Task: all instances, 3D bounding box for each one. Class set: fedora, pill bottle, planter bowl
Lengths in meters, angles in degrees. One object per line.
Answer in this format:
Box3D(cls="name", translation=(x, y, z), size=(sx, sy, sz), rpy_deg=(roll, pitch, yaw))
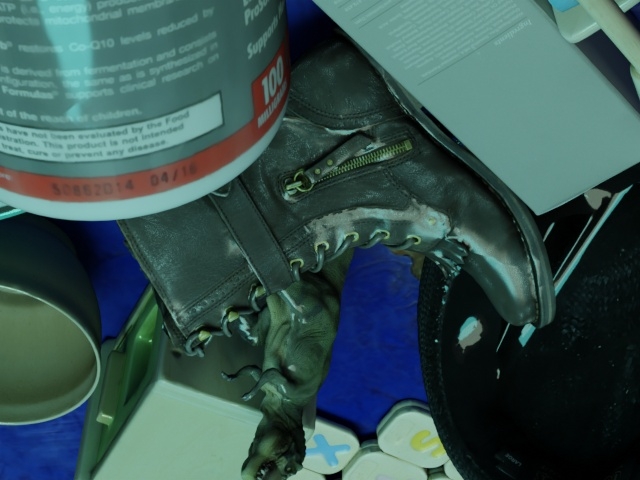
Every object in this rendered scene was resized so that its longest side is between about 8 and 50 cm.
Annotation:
Box3D(cls="fedora", translation=(0.223, 0.057, 0.972), size=(0.152, 0.334, 0.334), rpy_deg=(-5, 148, -44))
Box3D(cls="pill bottle", translation=(-0.126, -0.204, 0.707), size=(0.210, 0.210, 0.363), rpy_deg=(0, 134, 3))
Box3D(cls="planter bowl", translation=(-0.236, 0.046, 1.045), size=(0.162, 0.109, 0.162), rpy_deg=(2, 135, 2))

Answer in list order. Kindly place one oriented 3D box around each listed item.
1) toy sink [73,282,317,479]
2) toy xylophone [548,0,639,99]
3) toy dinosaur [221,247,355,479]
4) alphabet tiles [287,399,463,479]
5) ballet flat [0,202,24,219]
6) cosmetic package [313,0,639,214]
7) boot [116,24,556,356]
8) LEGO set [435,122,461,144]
Box3D(cls="toy sink", translation=(-0.107, 0.131, 1.095), size=(0.131, 0.153, 0.234), rpy_deg=(20, 134, -16))
Box3D(cls="toy xylophone", translation=(0.073, -0.182, 0.629), size=(0.081, 0.236, 0.323), rpy_deg=(-24, 143, 29))
Box3D(cls="toy dinosaur", translation=(-0.028, 0.037, 0.963), size=(0.118, 0.268, 0.064), rpy_deg=(23, 170, -11))
Box3D(cls="alphabet tiles", translation=(0.058, 0.259, 1.281), size=(0.278, 0.021, 0.284), rpy_deg=(24, 123, -20))
Box3D(cls="ballet flat", translation=(-0.164, -0.076, 0.939), size=(0.280, 0.095, 0.096), rpy_deg=(-8, 125, -3))
Box3D(cls="cosmetic package", translation=(0.097, -0.139, 0.826), size=(0.107, 0.127, 0.238), rpy_deg=(-28, 126, 28))
Box3D(cls="boot", translation=(0.000, 0.000, 0.896), size=(0.229, 0.091, 0.263), rpy_deg=(-36, 95, -6))
Box3D(cls="LEGO set", translation=(0.075, -0.056, 0.974), size=(0.054, 0.023, 0.083), rpy_deg=(-5, 104, -10))
